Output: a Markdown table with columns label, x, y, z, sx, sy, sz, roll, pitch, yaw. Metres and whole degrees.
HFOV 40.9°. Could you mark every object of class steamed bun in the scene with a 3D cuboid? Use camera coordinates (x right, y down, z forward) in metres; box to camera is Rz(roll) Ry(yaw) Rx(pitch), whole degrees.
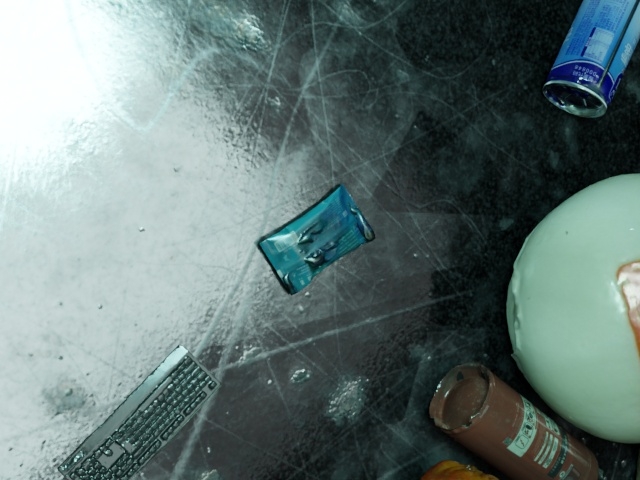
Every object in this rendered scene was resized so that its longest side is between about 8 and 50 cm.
| label | x | y | z | sx | sy | sz | roll | pitch | yaw |
| --- | --- | --- | --- | --- | --- | --- | --- | --- | --- |
| steamed bun | 0.451 | 0.092 | 1.155 | 0.374 | 0.241 | 0.374 | 1 | 89 | -20 |

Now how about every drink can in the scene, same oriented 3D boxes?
| label | x | y | z | sx | sy | sz | roll | pitch | yaw |
| --- | --- | --- | --- | --- | --- | --- | --- | --- | --- |
| drink can | 0.400 | -0.296 | 1.198 | 0.097 | 0.097 | 0.235 | 29 | 81 | -25 |

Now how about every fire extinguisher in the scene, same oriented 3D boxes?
| label | x | y | z | sx | sy | sz | roll | pitch | yaw |
| --- | --- | --- | --- | --- | --- | --- | --- | --- | --- |
| fire extinguisher | 0.310 | 0.298 | 1.174 | 0.337 | 0.147 | 0.106 | 37 | 80 | -23 |

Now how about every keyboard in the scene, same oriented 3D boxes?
| label | x | y | z | sx | sy | sz | roll | pitch | yaw |
| --- | --- | --- | --- | --- | --- | --- | --- | --- | --- |
| keyboard | -0.205 | 0.215 | 0.990 | 0.196 | 0.015 | 0.074 | -46 | 111 | -16 |

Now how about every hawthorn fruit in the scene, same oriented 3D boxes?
| label | x | y | z | sx | sy | sz | roll | pitch | yaw |
| --- | --- | --- | --- | --- | --- | --- | --- | --- | --- |
| hawthorn fruit | 0.182 | 0.364 | 1.131 | 0.133 | 0.133 | 0.138 | 24 | 87 | -26 |

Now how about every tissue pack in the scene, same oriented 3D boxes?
| label | x | y | z | sx | sy | sz | roll | pitch | yaw |
| --- | --- | --- | --- | --- | --- | --- | --- | --- | --- |
| tissue pack | 0.000 | 0.000 | 1.066 | 0.138 | 0.028 | 0.085 | -37 | 109 | -22 |

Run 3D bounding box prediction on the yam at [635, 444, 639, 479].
| label | x | y | z | sx | sy | sz | roll | pitch | yaw |
| --- | --- | --- | --- | --- | --- | --- | --- | --- | --- |
| yam | 0.514 | 0.282 | 1.330 | 0.045 | 0.045 | 0.326 | -3 | 98 | -59 |
